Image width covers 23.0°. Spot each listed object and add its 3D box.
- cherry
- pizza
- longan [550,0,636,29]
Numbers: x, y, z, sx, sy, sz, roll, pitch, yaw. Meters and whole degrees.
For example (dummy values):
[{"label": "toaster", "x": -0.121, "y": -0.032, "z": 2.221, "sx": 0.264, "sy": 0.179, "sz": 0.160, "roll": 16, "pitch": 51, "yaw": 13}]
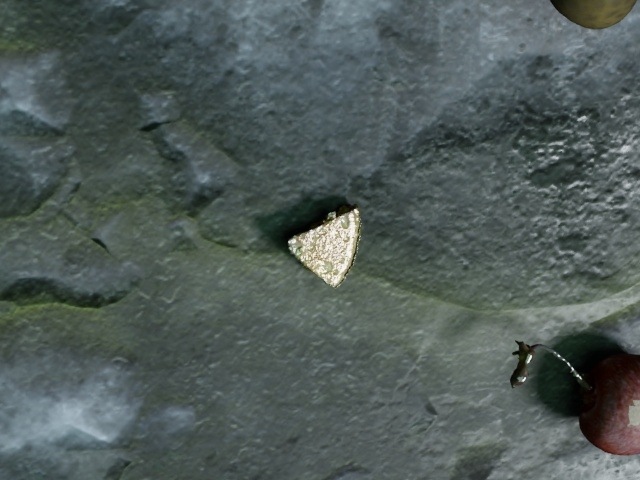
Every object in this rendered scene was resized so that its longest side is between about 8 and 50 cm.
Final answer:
[{"label": "cherry", "x": 0.279, "y": 0.162, "z": 1.604, "sx": 0.225, "sy": 0.090, "sz": 0.107, "roll": 12, "pitch": 110, "yaw": -24}, {"label": "pizza", "x": 0.000, "y": 0.000, "z": 1.471, "sx": 0.078, "sy": 0.025, "sz": 0.083, "roll": 12, "pitch": 102, "yaw": -28}, {"label": "longan", "x": 0.249, "y": -0.245, "z": 1.416, "sx": 0.113, "sy": 0.092, "sz": 0.113, "roll": -9, "pitch": 101, "yaw": -59}]
